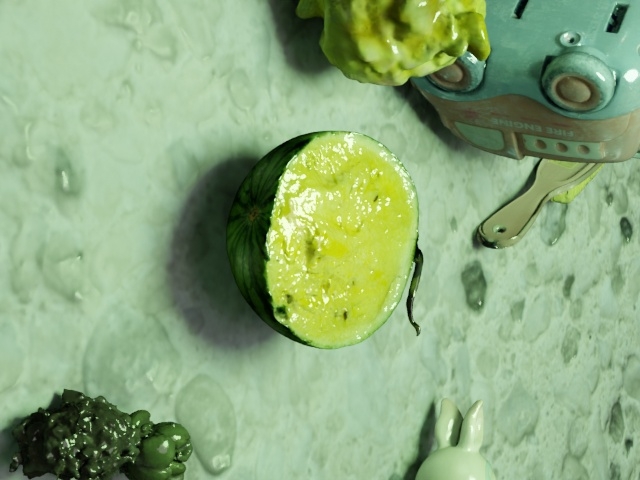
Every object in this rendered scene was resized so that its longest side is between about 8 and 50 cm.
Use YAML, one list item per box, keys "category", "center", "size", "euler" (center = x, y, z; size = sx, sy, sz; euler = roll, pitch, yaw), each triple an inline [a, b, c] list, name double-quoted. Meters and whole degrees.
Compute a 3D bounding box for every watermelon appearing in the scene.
- category: "watermelon"
  center: [-0.005, -0.002, 1.090]
  size: [0.232, 0.127, 0.204]
  euler: [-3, 95, -48]

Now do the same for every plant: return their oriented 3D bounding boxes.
- category: "plant"
  center: [-0.176, 0.170, 0.950]
  size: [0.174, 0.087, 0.085]
  euler: [18, 120, -44]

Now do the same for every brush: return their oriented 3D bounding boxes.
- category: "brush"
  center: [0.303, -0.059, 1.499]
  size: [0.313, 0.072, 0.067]
  euler: [-41, 136, -39]

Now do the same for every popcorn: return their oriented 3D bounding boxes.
- category: "popcorn"
  center: [0.076, -0.242, 1.115]
  size: [0.167, 0.187, 0.185]
  euler: [-30, 100, -35]

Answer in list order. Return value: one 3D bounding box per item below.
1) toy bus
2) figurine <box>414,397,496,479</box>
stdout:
- category: "toy bus"
  center: [0.249, -0.189, 1.278]
  size: [0.197, 0.294, 0.231]
  euler: [-64, 152, -30]
- category: "figurine"
  center: [0.161, 0.313, 1.316]
  size: [0.155, 0.127, 0.235]
  euler: [38, 61, -24]
